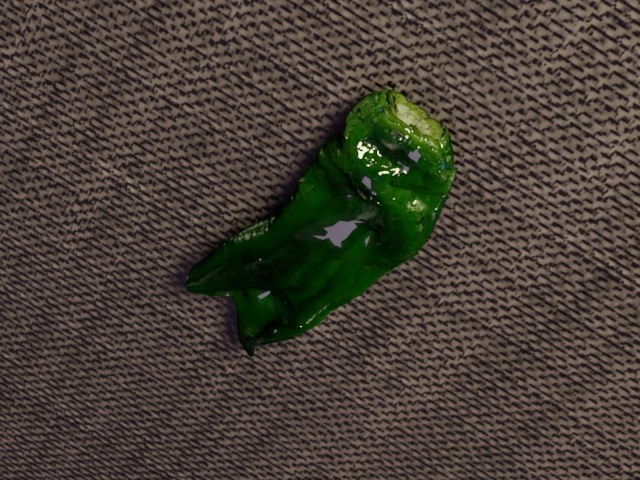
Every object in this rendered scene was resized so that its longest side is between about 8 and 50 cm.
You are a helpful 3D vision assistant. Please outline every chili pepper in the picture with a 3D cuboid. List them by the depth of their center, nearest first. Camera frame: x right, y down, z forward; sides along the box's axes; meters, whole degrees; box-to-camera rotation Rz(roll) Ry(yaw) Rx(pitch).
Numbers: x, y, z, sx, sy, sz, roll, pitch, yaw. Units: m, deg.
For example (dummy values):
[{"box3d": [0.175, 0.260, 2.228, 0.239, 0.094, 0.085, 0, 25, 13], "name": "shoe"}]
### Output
[{"box3d": [0.000, 0.001, 0.799, 0.098, 0.061, 0.224, 34, 123, -16], "name": "chili pepper"}]
